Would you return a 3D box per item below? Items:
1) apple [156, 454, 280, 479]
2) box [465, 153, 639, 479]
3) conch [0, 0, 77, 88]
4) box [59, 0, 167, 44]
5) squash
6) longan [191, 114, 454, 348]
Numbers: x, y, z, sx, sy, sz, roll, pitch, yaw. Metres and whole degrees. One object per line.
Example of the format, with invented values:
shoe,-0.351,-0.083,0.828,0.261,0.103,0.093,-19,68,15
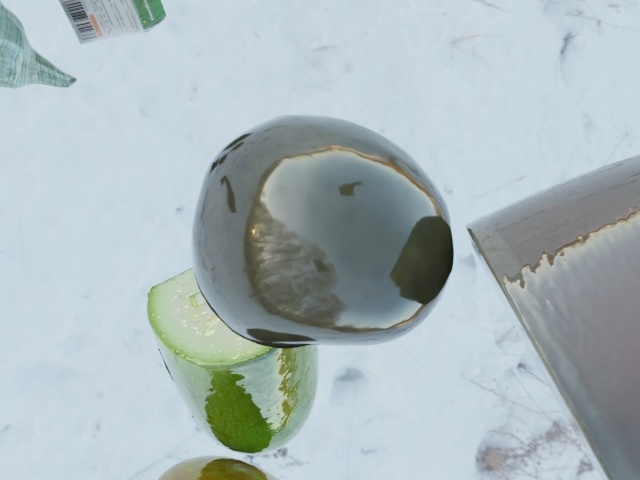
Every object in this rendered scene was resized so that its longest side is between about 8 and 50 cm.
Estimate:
apple,-0.162,0.458,0.884,0.265,0.264,0.264,-6,104,-26
box,0.278,0.059,0.487,0.216,0.301,0.301,-30,117,14
conch,-0.499,-0.302,0.880,0.234,0.114,0.137,31,49,-11
box,-0.342,-0.414,0.896,0.081,0.135,0.199,-64,145,-45
squash,-0.106,0.193,0.918,0.234,0.210,0.308,-28,142,-21
longan,0.000,0.000,0.548,0.215,0.246,0.246,-46,119,-31
